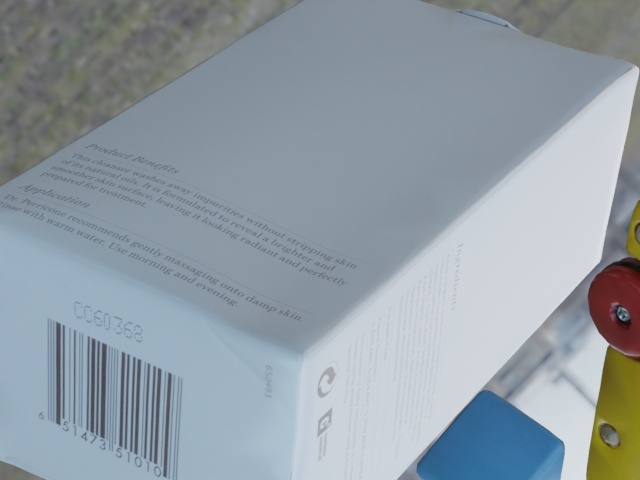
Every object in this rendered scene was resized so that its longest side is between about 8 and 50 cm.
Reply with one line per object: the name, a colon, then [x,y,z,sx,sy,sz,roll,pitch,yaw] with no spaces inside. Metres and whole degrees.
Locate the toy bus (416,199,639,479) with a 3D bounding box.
toy bus: [0.141,0.061,0.539,0.191,0.104,0.202,-57,145,4]

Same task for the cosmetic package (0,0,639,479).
cosmetic package: [0.000,0.000,1.031,0.385,0.217,0.156,-36,140,-48]
